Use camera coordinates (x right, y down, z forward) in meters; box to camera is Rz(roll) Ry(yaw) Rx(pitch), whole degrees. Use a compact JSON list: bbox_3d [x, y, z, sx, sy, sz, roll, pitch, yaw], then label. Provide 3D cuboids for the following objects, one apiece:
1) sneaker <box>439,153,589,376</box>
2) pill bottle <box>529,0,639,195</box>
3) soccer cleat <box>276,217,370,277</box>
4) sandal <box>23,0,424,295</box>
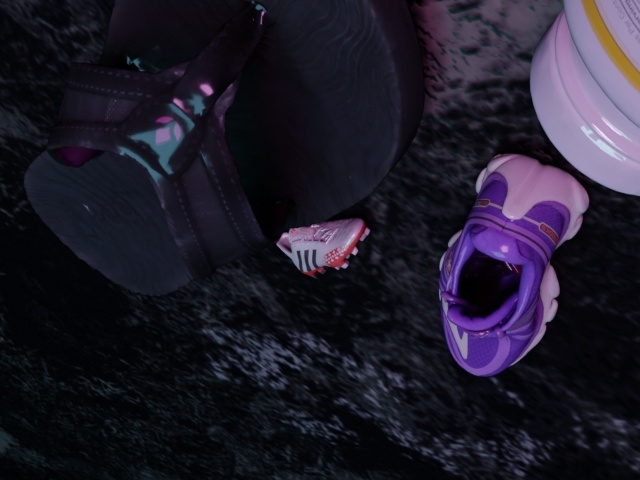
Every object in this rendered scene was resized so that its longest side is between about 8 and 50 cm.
[{"bbox_3d":[0.081,0.025,0.561,0.068,0.071,0.170,27,151,18],"label":"sneaker"},{"bbox_3d":[0.131,-0.083,0.305,0.103,0.103,0.184,36,153,0],"label":"pill bottle"},{"bbox_3d":[0.000,0.000,0.659,0.035,0.029,0.083,37,157,-11],"label":"soccer cleat"},{"bbox_3d":[-0.083,-0.034,0.613,0.167,0.107,0.446,39,152,-7],"label":"sandal"}]
